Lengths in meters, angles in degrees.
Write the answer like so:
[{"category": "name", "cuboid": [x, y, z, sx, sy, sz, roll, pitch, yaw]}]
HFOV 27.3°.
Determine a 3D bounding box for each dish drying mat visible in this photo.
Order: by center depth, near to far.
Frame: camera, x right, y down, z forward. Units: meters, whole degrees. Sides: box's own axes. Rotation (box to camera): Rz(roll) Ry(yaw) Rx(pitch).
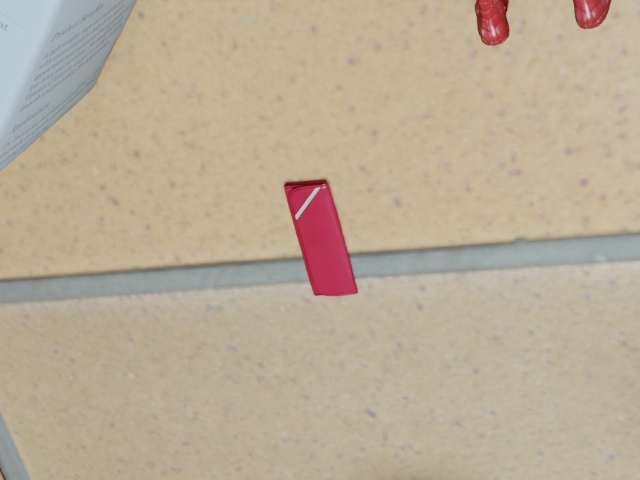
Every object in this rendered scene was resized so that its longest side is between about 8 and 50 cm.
[{"category": "dish drying mat", "cuboid": [0.000, 0.000, 0.851, 0.032, 0.008, 0.083, -4, 118, 21]}]

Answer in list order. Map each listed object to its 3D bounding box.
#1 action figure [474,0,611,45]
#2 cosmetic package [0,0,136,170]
[{"category": "action figure", "cuboid": [0.074, -0.245, 0.638, 0.091, 0.139, 0.280, -8, 139, 21]}, {"category": "cosmetic package", "cuboid": [-0.188, -0.162, 0.735, 0.151, 0.151, 0.183, 34, 124, -1]}]
